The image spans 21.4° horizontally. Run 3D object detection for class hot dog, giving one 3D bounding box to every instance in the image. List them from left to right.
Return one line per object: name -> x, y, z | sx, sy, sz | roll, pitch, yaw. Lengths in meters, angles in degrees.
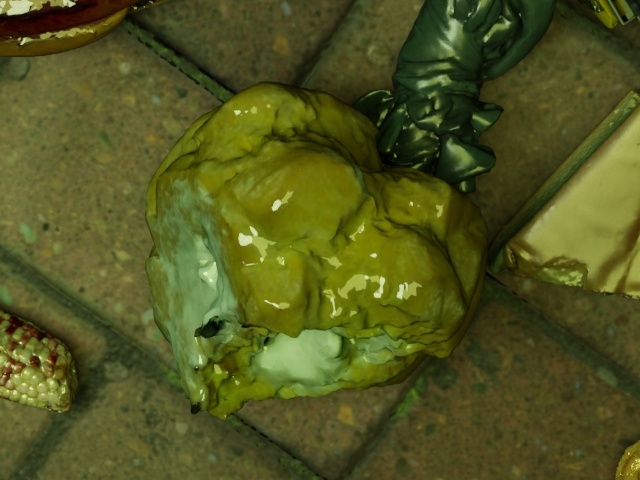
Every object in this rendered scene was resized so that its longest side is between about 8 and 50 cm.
hot dog -> -0.253, -0.242, 1.487 | 0.326, 0.107, 0.194 | -13, 131, 11

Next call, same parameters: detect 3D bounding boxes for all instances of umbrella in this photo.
umbrella -> 0.137, -0.214, 1.538 | 0.143, 0.094, 0.349 | 22, 95, -6

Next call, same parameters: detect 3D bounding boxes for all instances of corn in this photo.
corn -> -0.341, 0.089, 1.581 | 0.253, 0.086, 0.086 | 22, 96, -3

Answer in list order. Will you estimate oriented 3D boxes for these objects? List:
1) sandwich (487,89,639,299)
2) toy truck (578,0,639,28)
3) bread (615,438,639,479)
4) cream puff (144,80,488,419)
sandwich -> 0.270, -0.045, 1.549 | 0.220, 0.108, 0.186 | 6, 97, 3
toy truck -> 0.332, -0.278, 1.518 | 0.227, 0.114, 0.098 | -34, 117, 5
bread -> 0.328, 0.238, 1.612 | 0.083, 0.044, 0.111 | -26, 98, 5
cream puff -> -0.005, -0.002, 1.495 | 0.270, 0.323, 0.274 | -10, 74, -29
